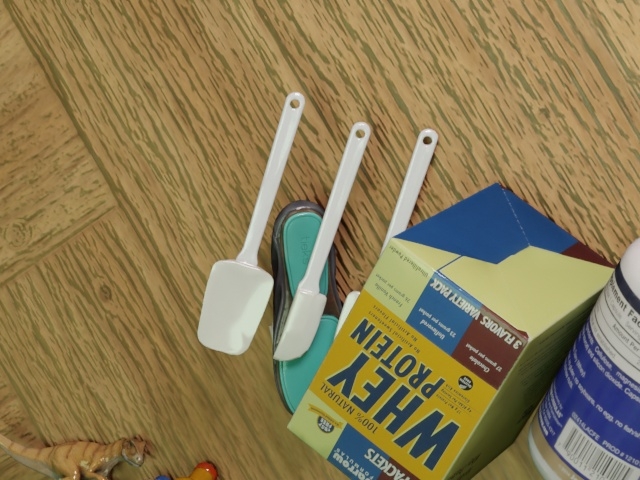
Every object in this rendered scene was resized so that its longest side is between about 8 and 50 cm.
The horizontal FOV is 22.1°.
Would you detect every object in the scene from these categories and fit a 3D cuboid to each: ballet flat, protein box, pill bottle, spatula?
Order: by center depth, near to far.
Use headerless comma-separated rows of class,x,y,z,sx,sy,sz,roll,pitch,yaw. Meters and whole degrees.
pill bottle,0.280,0.087,1.273,0.153,0.153,0.264,34,119,18
protein box,0.111,0.089,1.347,0.136,0.200,0.201,37,120,17
spatula,0.000,0.000,1.434,0.168,0.019,0.242,16,104,-4
ballet flat,-0.014,0.059,1.496,0.074,0.074,0.203,6,106,29

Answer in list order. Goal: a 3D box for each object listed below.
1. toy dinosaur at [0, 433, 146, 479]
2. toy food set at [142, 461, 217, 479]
toy dinosaur,-0.267,0.235,1.710,0.211,0.064,0.112,-1,86,22
toy food set,-0.176,0.323,1.659,0.111,0.104,0.232,21,124,19
